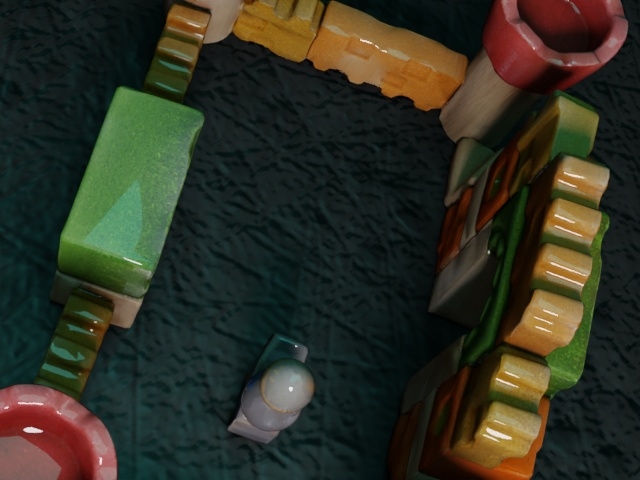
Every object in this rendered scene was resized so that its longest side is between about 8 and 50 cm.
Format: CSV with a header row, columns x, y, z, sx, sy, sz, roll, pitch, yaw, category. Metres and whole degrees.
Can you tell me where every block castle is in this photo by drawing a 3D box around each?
x,y,z,sx,sy,sz,roll,pitch,yaw,category
0.000,0.000,0.674,0.303,0.213,0.453,20,64,-8,block castle
